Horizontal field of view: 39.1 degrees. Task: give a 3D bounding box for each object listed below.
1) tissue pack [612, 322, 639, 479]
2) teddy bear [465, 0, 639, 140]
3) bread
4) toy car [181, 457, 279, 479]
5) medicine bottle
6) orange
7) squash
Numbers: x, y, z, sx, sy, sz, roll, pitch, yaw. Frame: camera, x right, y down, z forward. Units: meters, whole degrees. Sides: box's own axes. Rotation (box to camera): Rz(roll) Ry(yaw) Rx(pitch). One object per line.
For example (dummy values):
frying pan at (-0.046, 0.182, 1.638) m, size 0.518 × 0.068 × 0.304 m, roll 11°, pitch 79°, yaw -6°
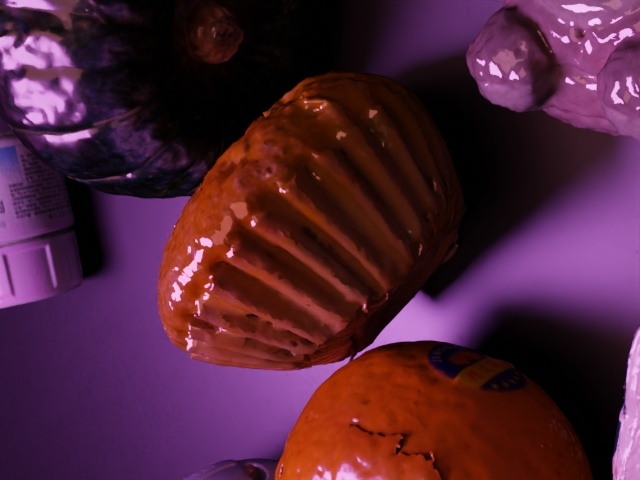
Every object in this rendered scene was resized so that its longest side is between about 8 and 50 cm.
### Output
tissue pack at (0.221, 0.068, 0.458) m, size 0.090 × 0.170 × 0.103 m, roll 22°, pitch 116°, yaw 38°
teddy bear at (0.171, -0.182, 0.449) m, size 0.236 × 0.151 × 0.267 m, roll 23°, pitch 120°, yaw 41°
bread at (-0.003, -0.002, 0.592) m, size 0.139 × 0.240 × 0.240 m, roll 43°, pitch 126°, yaw 11°
toy car at (-0.068, 0.331, 0.777) m, size 0.212 × 0.180 × 0.270 m, roll -34°, pitch 79°, yaw 51°
medicine bottle at (-0.317, -0.023, 0.911) m, size 0.135 × 0.135 × 0.168 m, roll -5°, pitch 100°, yaw 41°
orange at (0.074, 0.174, 0.597) m, size 0.219 × 0.193 × 0.219 m, roll -1°, pitch 88°, yaw 32°
squash at (-0.115, -0.153, 0.628) m, size 0.165 × 0.252 × 0.252 m, roll 13°, pitch 110°, yaw 30°
